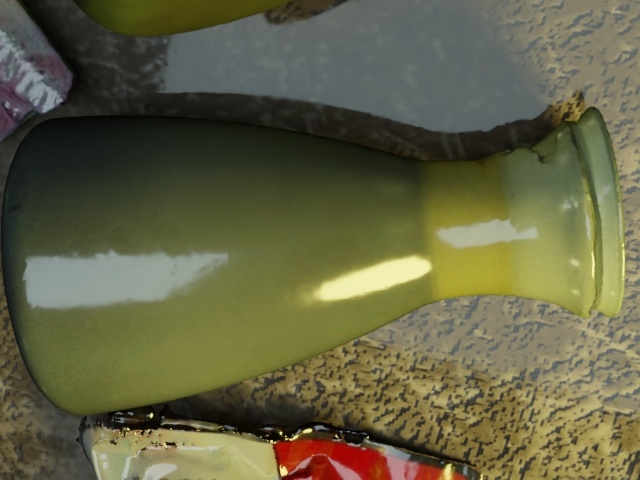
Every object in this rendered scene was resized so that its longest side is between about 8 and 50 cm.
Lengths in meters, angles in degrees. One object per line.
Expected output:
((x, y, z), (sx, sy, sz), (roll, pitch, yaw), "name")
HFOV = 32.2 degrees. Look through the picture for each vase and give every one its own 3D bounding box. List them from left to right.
((0.000, 0.000, 0.629), (0.321, 0.173, 0.173), (-6, 101, 7), "vase")

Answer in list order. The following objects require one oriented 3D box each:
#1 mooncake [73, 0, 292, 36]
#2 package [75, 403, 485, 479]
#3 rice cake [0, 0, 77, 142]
((0.022, -0.239, 0.473), (0.356, 0.356, 0.194), (-25, 94, 13), "mooncake")
((-0.041, 0.205, 0.731), (0.270, 0.071, 0.194), (13, 106, -7), "package")
((-0.260, -0.187, 0.685), (0.081, 0.051, 0.290), (-36, 94, 14), "rice cake")
